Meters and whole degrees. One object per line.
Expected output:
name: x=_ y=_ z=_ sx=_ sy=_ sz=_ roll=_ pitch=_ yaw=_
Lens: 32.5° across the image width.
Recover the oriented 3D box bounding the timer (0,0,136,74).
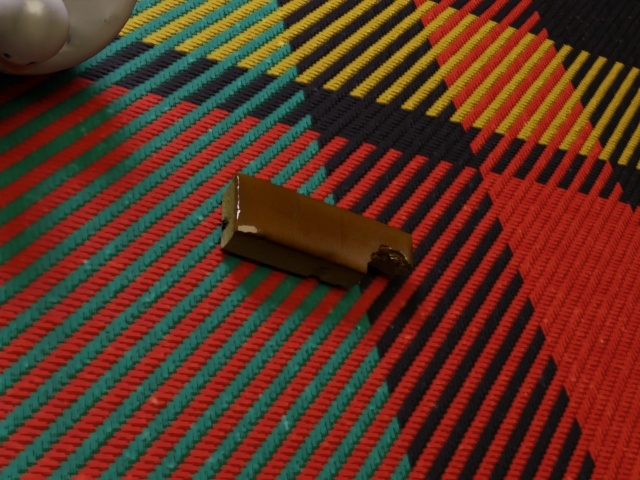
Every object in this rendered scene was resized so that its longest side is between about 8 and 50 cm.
timer: x=-0.283 y=-0.272 z=1.058 sx=0.233 sy=0.240 sz=0.233 roll=-3 pitch=97 yaw=-27

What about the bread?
bread: x=0.000 y=0.000 z=1.180 sx=0.226 sy=0.049 sz=0.088 roll=19 pitch=44 yaw=-25
